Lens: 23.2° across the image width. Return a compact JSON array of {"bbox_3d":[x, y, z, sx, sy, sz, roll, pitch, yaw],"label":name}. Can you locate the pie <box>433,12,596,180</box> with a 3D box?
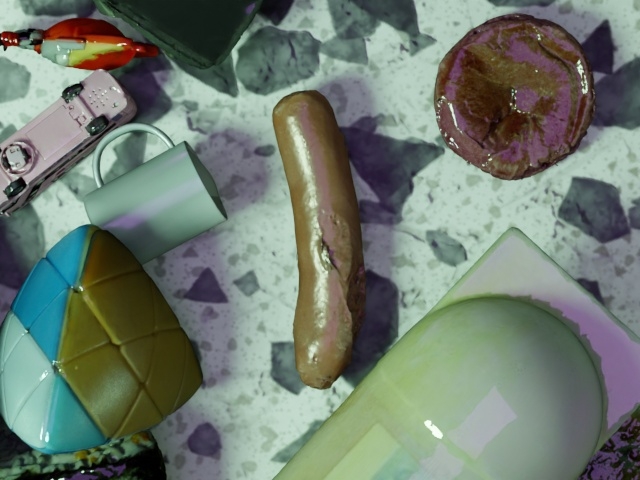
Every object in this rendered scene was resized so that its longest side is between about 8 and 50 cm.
[{"bbox_3d":[0.211,-0.158,1.703,0.182,0.049,0.182,0,96,1],"label":"pie"}]

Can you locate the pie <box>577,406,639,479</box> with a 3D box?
[{"bbox_3d":[0.315,0.260,1.708,0.186,0.041,0.187,0,91,2],"label":"pie"}]

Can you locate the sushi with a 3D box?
[{"bbox_3d":[-0.271,0.270,1.687,0.225,0.136,0.126,-4,112,2],"label":"sushi"}]

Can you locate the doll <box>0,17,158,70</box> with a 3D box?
[{"bbox_3d":[-0.270,-0.217,1.703,0.169,0.109,0.057,10,94,10],"label":"doll"}]

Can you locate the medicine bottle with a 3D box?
[{"bbox_3d":[0.145,0.206,1.618,0.235,0.236,0.406,42,94,1],"label":"medicine bottle"}]

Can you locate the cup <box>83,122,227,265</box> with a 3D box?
[{"bbox_3d":[-0.186,-0.051,1.706,0.133,0.099,0.136,-29,64,4],"label":"cup"}]

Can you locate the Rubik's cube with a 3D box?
[{"bbox_3d":[-0.250,0.129,1.693,0.254,0.254,0.254,0,91,3],"label":"Rubik's cube"}]

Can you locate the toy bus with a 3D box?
[{"bbox_3d":[-0.293,-0.105,1.707,0.203,0.090,0.063,-37,83,2],"label":"toy bus"}]

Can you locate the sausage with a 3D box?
[{"bbox_3d":[0.002,-0.001,1.701,0.087,0.079,0.327,-6,92,-8],"label":"sausage"}]

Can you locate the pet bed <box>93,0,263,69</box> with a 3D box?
[{"bbox_3d":[-0.146,-0.311,1.674,0.183,0.159,0.211,31,94,-24],"label":"pet bed"}]
